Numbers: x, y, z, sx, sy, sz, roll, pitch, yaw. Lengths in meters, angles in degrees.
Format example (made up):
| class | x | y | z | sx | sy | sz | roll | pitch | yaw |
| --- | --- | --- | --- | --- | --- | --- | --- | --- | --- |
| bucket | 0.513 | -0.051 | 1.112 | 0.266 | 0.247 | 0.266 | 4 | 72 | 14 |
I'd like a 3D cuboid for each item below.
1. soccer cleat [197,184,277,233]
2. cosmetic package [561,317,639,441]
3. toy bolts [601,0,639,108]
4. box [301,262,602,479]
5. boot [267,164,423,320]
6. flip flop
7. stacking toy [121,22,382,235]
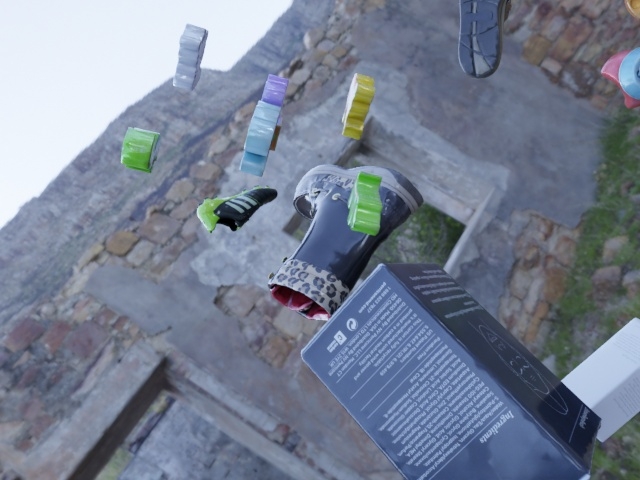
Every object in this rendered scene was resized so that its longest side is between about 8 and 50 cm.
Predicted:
| class | x | y | z | sx | sy | sz | roll | pitch | yaw |
| --- | --- | --- | --- | --- | --- | --- | --- | --- | --- |
| soccer cleat | -0.155 | -0.059 | 1.190 | 0.179 | 0.072 | 0.060 | -18 | -12 | -36 |
| cosmetic package | 0.581 | 0.267 | 1.187 | 0.231 | 0.085 | 0.117 | -42 | 15 | 3 |
| toy bolts | 0.568 | -0.338 | 0.985 | 0.228 | 0.218 | 0.158 | -44 | 1 | 9 |
| box | 0.218 | 0.241 | 0.990 | 0.212 | 0.395 | 0.294 | -51 | -22 | 16 |
| boot | 0.000 | 0.000 | 1.182 | 0.377 | 0.138 | 0.284 | 7 | 58 | 56 |
| flip flop | 0.347 | -0.471 | 1.258 | 0.080 | 0.112 | 0.276 | -8 | -76 | -58 |
| stacking toy | -0.038 | -0.093 | 0.457 | 0.221 | 0.167 | 0.052 | -88 | 14 | -57 |
